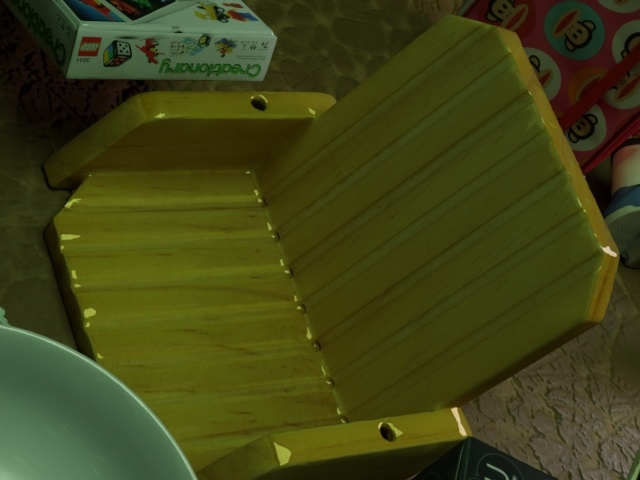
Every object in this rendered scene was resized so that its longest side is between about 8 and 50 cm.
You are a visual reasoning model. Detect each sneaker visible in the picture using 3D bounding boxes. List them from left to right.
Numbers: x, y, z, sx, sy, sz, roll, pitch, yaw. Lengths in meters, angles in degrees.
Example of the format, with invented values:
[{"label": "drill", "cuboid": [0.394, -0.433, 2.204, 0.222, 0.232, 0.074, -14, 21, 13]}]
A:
[{"label": "sneaker", "cuboid": [0.444, -0.047, 1.714, 0.315, 0.127, 0.182, 18, 53, -21]}]

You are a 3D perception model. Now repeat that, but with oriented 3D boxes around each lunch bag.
[{"label": "lunch bag", "cuboid": [0.287, -0.207, 1.609, 0.258, 0.293, 0.120, 43, 40, 0]}]

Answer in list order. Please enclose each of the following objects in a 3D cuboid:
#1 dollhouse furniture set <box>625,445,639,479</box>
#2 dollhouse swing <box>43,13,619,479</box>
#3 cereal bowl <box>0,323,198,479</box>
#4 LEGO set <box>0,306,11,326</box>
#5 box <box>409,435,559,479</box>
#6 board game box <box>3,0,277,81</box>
[{"label": "dollhouse furniture set", "cuboid": [0.284, 0.205, 1.338, 0.182, 0.161, 0.101, 21, 65, 15]}, {"label": "dollhouse swing", "cuboid": [0.000, 0.000, 1.252, 0.315, 0.305, 0.347, -3, 62, -36]}, {"label": "cereal bowl", "cuboid": [-0.240, 0.230, 1.033, 0.339, 0.141, 0.339, 18, 51, -23]}, {"label": "LEGO set", "cuboid": [-0.353, -0.010, 1.152, 0.287, 0.107, 0.132, 28, 47, -16]}, {"label": "box", "cuboid": [0.177, 0.299, 1.253, 0.270, 0.165, 0.143, 28, 48, -16]}, {"label": "board game box", "cuboid": [-0.196, -0.237, 1.380, 0.193, 0.053, 0.305, -3, 36, -35]}]
